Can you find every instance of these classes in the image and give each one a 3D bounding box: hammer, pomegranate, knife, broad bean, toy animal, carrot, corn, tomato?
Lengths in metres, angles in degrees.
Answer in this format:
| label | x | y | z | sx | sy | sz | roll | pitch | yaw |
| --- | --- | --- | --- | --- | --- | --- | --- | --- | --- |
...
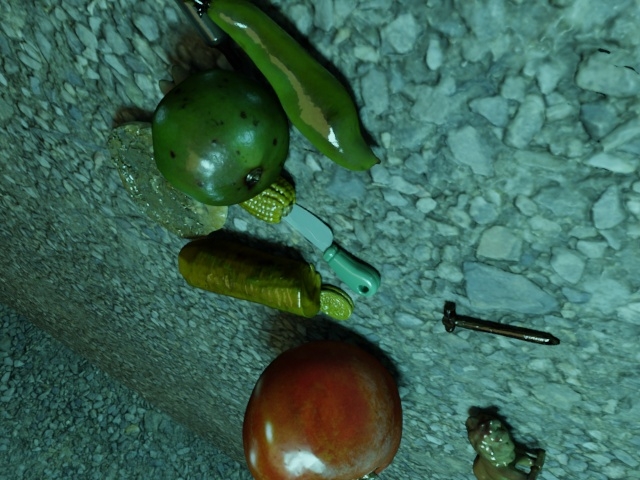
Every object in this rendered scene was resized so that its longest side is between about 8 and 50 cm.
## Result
| label | x | y | z | sx | sy | sz | roll | pitch | yaw |
| --- | --- | --- | --- | --- | --- | --- | --- | --- | --- |
| hammer | 0.280 | 0.140 | 0.753 | 0.179 | 0.021 | 0.065 | 9 | 136 | 30 |
| pomegranate | -0.149 | -0.155 | 0.651 | 0.225 | 0.187 | 0.186 | 49 | 152 | 29 |
| knife | 0.001 | 0.000 | 0.810 | 0.260 | 0.034 | 0.063 | 42 | 139 | -4 |
| broad bean | -0.041 | -0.202 | 0.579 | 0.325 | 0.075 | 0.067 | 42 | 173 | -15 |
| toy animal | 0.372 | 0.457 | 0.992 | 0.158 | 0.097 | 0.312 | 26 | 147 | 32 |
| carrot | -0.140 | 0.065 | 0.924 | 0.302 | 0.114 | 0.114 | 11 | 137 | 26 |
| corn | -0.144 | -0.108 | 0.760 | 0.231 | 0.080 | 0.080 | 32 | 144 | 3 |
| tomato | 0.001 | 0.368 | 0.977 | 0.293 | 0.326 | 0.289 | 99 | 156 | -55 |

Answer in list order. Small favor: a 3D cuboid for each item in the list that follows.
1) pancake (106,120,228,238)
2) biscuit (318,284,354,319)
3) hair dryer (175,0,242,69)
| label | x | y | z | sx | sy | sz | roll | pitch | yaw |
| --- | --- | --- | --- | --- | --- | --- | --- | --- | --- |
| pancake | -0.294 | -0.108 | 0.903 | 0.283 | 0.049 | 0.282 | 22 | 143 | 18 |
| biscuit | 0.026 | 0.122 | 0.931 | 0.084 | 0.023 | 0.083 | 20 | 142 | 17 |
| hair dryer | -0.193 | -0.311 | 0.588 | 0.196 | 0.077 | 0.248 | -2 | 135 | 42 |
